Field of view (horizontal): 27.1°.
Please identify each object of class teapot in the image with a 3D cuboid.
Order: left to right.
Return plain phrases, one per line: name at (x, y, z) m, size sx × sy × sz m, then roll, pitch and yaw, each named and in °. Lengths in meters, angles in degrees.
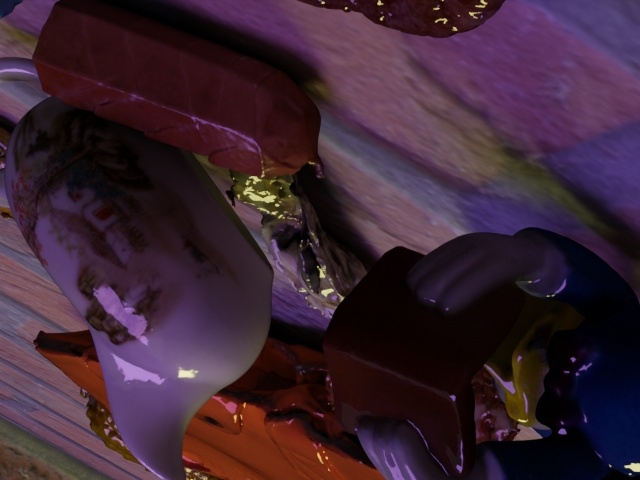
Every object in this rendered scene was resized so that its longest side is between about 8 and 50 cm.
teapot at (-0.126, -0.001, 0.818) m, size 0.298 × 0.139 × 0.204 m, roll 53°, pitch -177°, yaw 20°

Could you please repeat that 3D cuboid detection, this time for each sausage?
sausage at (-0.072, -0.081, 0.729) m, size 0.169 × 0.065 × 0.065 m, roll 22°, pitch 160°, yaw 16°

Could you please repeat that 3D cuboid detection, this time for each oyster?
oyster at (-0.003, 0.002, 0.896) m, size 0.106 × 0.061 × 0.200 m, roll 43°, pitch 167°, yaw 27°

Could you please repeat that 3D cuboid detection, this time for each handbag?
handbag at (-0.046, 0.173, 1.272) m, size 0.410 × 0.116 × 0.303 m, roll 14°, pitch 157°, yaw 32°

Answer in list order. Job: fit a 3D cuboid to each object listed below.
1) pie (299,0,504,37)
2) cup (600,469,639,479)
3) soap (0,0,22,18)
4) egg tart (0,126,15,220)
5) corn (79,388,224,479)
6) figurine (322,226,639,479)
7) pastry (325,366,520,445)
pie at (0.011, -0.135, 0.524) m, size 0.153 × 0.038 × 0.153 m, roll 27°, pitch 162°, yaw 10°
cup at (0.231, 0.180, 0.820) m, size 0.166 × 0.177 × 0.239 m, roll 23°, pitch 160°, yaw 16°
soap at (-0.259, -0.138, 0.696) m, size 0.293 × 0.156 × 0.077 m, roll 7°, pitch 144°, yaw 43°
egg tart at (-0.257, -0.054, 1.071) m, size 0.130 × 0.052 × 0.130 m, roll 28°, pitch 162°, yaw 10°
corn at (-0.111, 0.246, 1.548) m, size 0.363 × 0.120 × 0.120 m, roll 27°, pitch 161°, yaw -2°
figurine at (0.139, 0.091, 0.713) m, size 0.283 × 0.205 × 0.338 m, roll 3°, pitch 173°, yaw -2°
pastry at (0.085, 0.120, 1.015) m, size 0.169 × 0.087 × 0.063 m, roll 14°, pitch -170°, yaw 35°
